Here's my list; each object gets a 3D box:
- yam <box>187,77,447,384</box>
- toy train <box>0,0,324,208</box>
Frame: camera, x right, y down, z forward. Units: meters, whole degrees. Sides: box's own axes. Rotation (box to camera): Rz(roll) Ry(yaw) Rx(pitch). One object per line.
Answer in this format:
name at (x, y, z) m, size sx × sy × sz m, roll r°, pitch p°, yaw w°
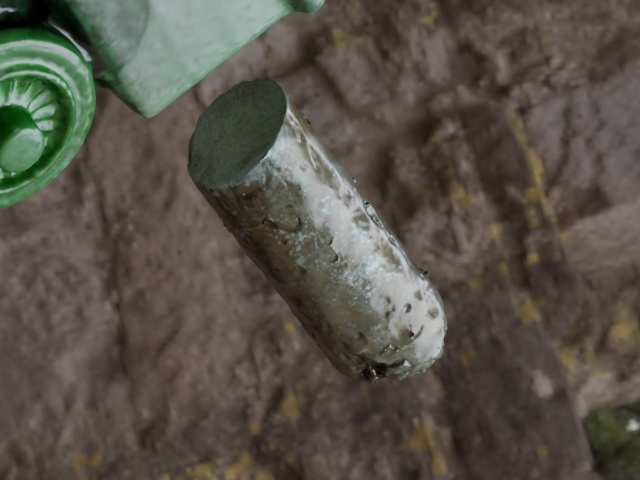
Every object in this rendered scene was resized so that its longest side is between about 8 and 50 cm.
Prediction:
yam at (0.000, 0.000, 0.790) m, size 0.179 × 0.078 × 0.078 m, roll 54°, pitch 0°, yaw -27°
toy train at (-0.132, -0.137, 0.551) m, size 0.145 × 0.202 × 0.266 m, roll 46°, pitch -7°, yaw 32°
